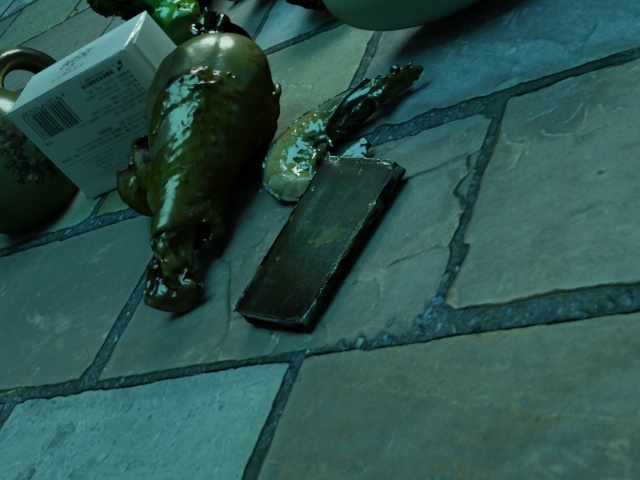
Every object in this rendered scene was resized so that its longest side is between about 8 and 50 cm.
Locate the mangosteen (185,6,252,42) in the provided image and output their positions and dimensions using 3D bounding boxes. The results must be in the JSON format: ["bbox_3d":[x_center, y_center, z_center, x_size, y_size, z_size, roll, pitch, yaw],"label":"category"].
[{"bbox_3d":[-0.168,-0.312,1.571,0.140,0.140,0.140,-28,33,21],"label":"mangosteen"}]

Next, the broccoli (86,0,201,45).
[{"bbox_3d":[-0.325,-0.506,1.919,0.297,0.297,0.297,-30,59,19],"label":"broccoli"}]

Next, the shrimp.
[{"bbox_3d":[0.030,-0.134,1.219,0.251,0.052,0.144,-39,42,15],"label":"shrimp"}]

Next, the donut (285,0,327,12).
[{"bbox_3d":[0.004,-0.471,1.569,0.216,0.096,0.230,22,76,24],"label":"donut"}]

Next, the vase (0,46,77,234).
[{"bbox_3d":[-0.555,-0.203,1.703,0.240,0.302,0.329,-9,42,43],"label":"vase"}]

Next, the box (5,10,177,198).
[{"bbox_3d":[-0.323,-0.208,1.546,0.274,0.203,0.116,-20,36,32],"label":"box"}]

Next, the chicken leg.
[{"bbox_3d":[-0.188,-0.077,1.313,0.295,0.182,0.410,-26,49,40],"label":"chicken leg"}]

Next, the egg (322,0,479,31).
[{"bbox_3d":[0.152,-0.408,1.244,0.370,0.230,0.230,-30,32,25],"label":"egg"}]

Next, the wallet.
[{"bbox_3d":[0.000,0.000,1.089,0.121,0.031,0.232,6,57,44],"label":"wallet"}]
